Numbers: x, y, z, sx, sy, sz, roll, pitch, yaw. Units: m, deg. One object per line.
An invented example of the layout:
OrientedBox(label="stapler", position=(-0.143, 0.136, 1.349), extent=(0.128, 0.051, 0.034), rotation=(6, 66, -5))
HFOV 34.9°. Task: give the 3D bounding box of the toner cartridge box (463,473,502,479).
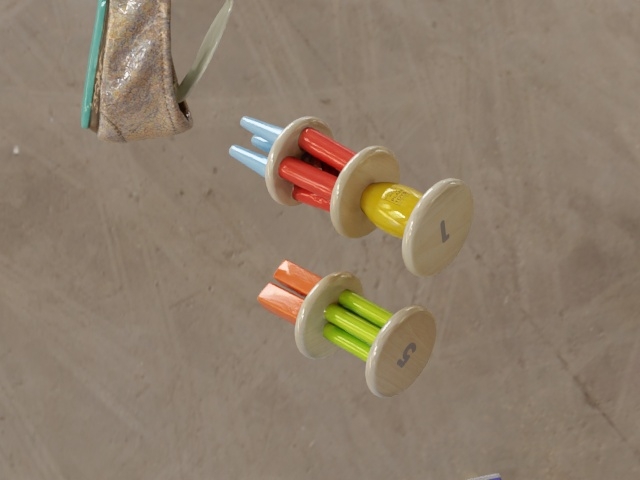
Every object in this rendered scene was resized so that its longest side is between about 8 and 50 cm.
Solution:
OrientedBox(label="toner cartridge box", position=(-0.028, 0.188, 0.481), extent=(0.348, 0.165, 0.075), rotation=(14, 49, -59))

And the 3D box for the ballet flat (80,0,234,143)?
OrientedBox(label="ballet flat", position=(-0.112, -0.212, 0.747), extent=(0.106, 0.316, 0.108), rotation=(6, 38, -11))

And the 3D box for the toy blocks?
OrientedBox(label="toy blocks", position=(0.000, 0.000, 0.558), extent=(0.148, 0.123, 0.054), rotation=(28, 20, 36))
